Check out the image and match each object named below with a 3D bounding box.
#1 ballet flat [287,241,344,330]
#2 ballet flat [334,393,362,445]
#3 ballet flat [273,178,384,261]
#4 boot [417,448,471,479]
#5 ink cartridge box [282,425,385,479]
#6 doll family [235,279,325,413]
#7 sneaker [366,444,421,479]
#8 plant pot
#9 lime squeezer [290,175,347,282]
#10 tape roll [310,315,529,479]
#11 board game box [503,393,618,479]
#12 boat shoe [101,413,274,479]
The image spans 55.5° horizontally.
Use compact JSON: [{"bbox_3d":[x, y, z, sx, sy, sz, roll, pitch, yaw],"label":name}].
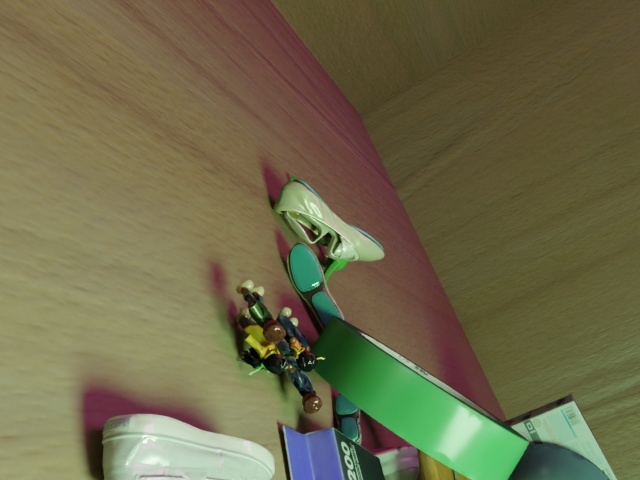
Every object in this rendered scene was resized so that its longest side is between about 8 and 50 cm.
[{"bbox_3d":[-0.014,0.085,1.028,0.168,0.057,0.052,66,-13,3],"label":"ballet flat"},{"bbox_3d":[0.040,0.266,0.891,0.041,0.041,0.114,55,16,-23],"label":"ballet flat"},{"bbox_3d":[0.014,-0.013,1.147,0.248,0.086,0.086,38,22,-19],"label":"ballet flat"},{"bbox_3d":[0.161,0.391,0.736,0.264,0.096,0.280,32,44,-43],"label":"boot"},{"bbox_3d":[0.038,0.336,0.723,0.208,0.045,0.206,45,23,-46],"label":"ink cartridge box"},{"bbox_3d":[-0.045,0.136,0.744,0.193,0.076,0.111,41,5,-42],"label":"doll family"},{"bbox_3d":[0.161,0.383,0.930,0.252,0.103,0.111,23,56,-40],"label":"sneaker"},{"bbox_3d":[0.450,0.586,1.211,0.235,0.293,0.293,2,60,-65],"label":"plant pot"},{"bbox_3d":[0.000,0.000,1.236,0.110,0.059,0.310,14,42,-29],"label":"lime squeezer"},{"bbox_3d":[0.134,0.224,0.871,0.321,0.077,0.321,32,-4,2],"label":"tape roll"},{"bbox_3d":[0.487,0.518,1.391,0.224,0.303,0.097,64,15,9],"label":"board game box"},{"bbox_3d":[-0.100,0.191,0.495,0.184,0.066,0.063,47,34,-50],"label":"boat shoe"}]
